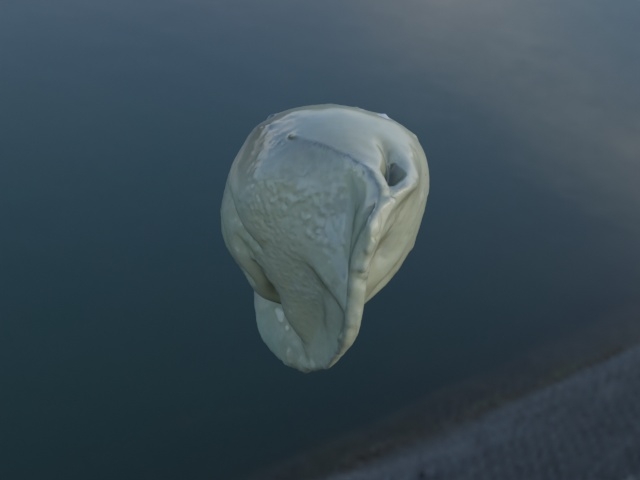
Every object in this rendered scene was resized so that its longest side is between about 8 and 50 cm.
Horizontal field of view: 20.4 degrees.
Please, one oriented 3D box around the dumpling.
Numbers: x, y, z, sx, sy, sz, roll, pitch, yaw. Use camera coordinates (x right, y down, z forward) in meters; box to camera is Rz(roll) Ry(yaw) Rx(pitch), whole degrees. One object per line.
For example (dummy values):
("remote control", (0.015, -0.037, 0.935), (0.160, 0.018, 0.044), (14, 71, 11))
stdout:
("dumpling", (-0.003, 0.000, 0.985), (0.111, 0.155, 0.181), (12, 19, 7))
